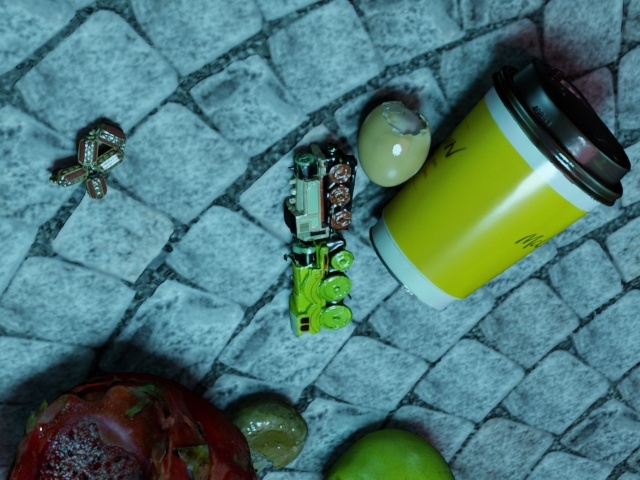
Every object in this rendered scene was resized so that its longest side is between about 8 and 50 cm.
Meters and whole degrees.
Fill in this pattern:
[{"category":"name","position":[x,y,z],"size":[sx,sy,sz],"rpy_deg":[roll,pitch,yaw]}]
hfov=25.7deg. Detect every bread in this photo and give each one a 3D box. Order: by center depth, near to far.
[{"category":"bread","position":[-0.063,0.231,1.739],"size":[0.082,0.060,0.113],"rpy_deg":[-41,132,9]}]

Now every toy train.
[{"category":"toy train","position":[0.000,0.000,1.602],"size":[0.085,0.053,0.249],"rpy_deg":[-7,127,-12]}]

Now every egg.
[{"category":"egg","position":[0.078,-0.104,1.542],"size":[0.080,0.080,0.096],"rpy_deg":[5,136,-27]}]

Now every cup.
[{"category":"cup","position":[0.196,-0.056,1.569],"size":[0.280,0.196,0.196],"rpy_deg":[-43,130,19]}]

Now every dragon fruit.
[{"category":"dragon fruit","position":[-0.206,0.302,1.577],"size":[0.296,0.295,0.301],"rpy_deg":[-23,127,-7]}]

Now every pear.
[{"category":"pear","position":[0.103,0.336,1.839],"size":[0.216,0.166,0.180],"rpy_deg":[7,110,-53]}]

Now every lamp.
[{"category":"lamp","position":[-0.235,-0.085,1.451],"size":[0.063,0.031,0.083],"rpy_deg":[20,111,-36]}]

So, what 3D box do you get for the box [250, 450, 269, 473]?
[{"category":"box","position":[-0.108,0.272,1.774],"size":[0.053,0.024,0.083],"rpy_deg":[-44,128,11]}]
